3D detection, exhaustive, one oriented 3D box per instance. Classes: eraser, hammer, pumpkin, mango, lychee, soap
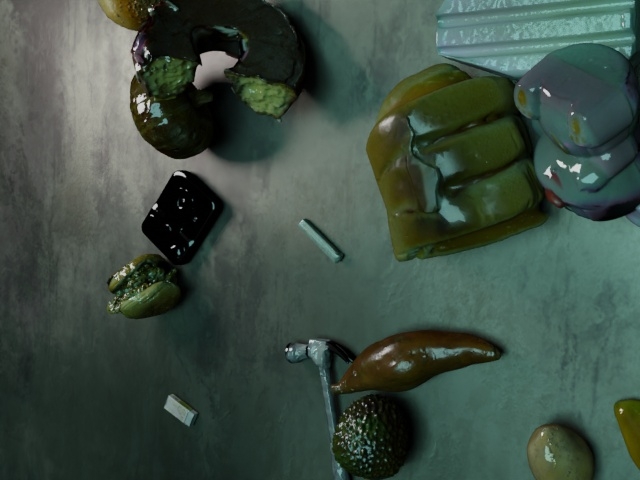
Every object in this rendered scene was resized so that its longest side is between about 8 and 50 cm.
[{"bbox_3d":[-0.323,0.394,2.145,0.083,0.019,0.038,31,109,24],"label":"eraser"},{"bbox_3d":[0.025,0.414,1.930,0.152,0.044,0.427,-6,93,30],"label":"hammer"},{"bbox_3d":[-0.302,-0.275,1.955,0.162,0.219,0.219,-25,82,9],"label":"pumpkin"},{"bbox_3d":[0.574,0.348,1.583,0.101,0.066,0.187,-46,64,25],"label":"mango"},{"bbox_3d":[0.098,0.386,1.819,0.171,0.171,0.171,4,97,30],"label":"lychee"},{"bbox_3d":[0.377,-0.382,1.589,0.346,0.115,0.208,1,95,31],"label":"soap"}]

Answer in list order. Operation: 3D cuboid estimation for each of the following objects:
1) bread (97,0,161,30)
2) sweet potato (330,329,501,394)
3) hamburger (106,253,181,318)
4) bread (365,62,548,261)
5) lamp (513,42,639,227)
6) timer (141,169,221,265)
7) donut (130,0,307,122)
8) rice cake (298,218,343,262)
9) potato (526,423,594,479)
[{"bbox_3d":[-0.382,-0.598,1.973,0.171,0.192,0.314,33,111,25],"label":"bread"},{"bbox_3d":[0.166,0.232,1.785,0.359,0.112,0.112,-24,83,26],"label":"sweet potato"},{"bbox_3d":[-0.406,0.116,2.087,0.184,0.159,0.131,-29,83,10],"label":"hamburger"},{"bbox_3d":[0.226,-0.146,1.647,0.300,0.210,0.342,-11,92,28],"label":"bread"},{"bbox_3d":[0.450,-0.177,1.488,0.247,0.301,0.247,-43,48,-13],"label":"lamp"},{"bbox_3d":[-0.316,-0.052,2.073,0.144,0.055,0.187,43,114,20],"label":"timer"},{"bbox_3d":[-0.200,-0.383,1.853,0.136,0.344,0.259,110,164,-55],"label":"donut"},{"bbox_3d":[0.000,0.000,1.910,0.121,0.021,0.022,45,120,21],"label":"rice cake"},{"bbox_3d":[0.425,0.395,1.654,0.112,0.112,0.147,-25,89,30],"label":"potato"}]
